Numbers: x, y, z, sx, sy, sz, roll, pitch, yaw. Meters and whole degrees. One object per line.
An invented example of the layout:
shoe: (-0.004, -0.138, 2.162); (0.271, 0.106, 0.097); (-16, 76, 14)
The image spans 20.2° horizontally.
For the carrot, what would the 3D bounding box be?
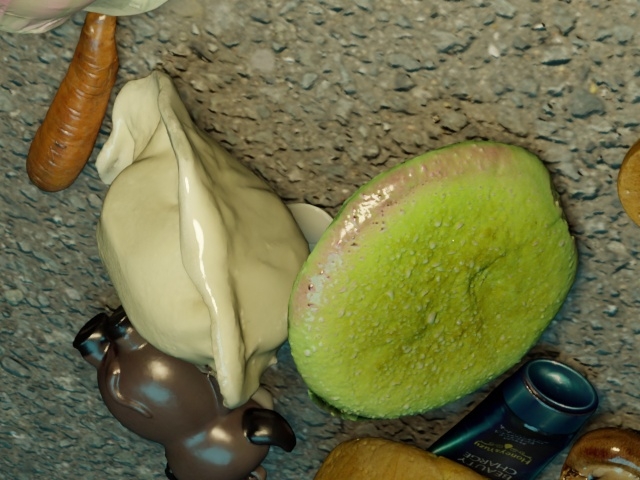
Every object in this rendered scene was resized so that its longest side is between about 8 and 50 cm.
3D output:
carrot: (-0.223, -0.130, 1.660); (0.059, 0.059, 0.248); (24, 135, -5)

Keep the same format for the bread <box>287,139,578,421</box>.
bread: (0.103, 0.046, 1.603); (0.301, 0.045, 0.301); (-15, 129, -20)

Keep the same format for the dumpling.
dumpling: (-0.100, -0.017, 1.607); (0.187, 0.318, 0.243); (-15, 133, -19)

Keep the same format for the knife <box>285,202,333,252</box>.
knife: (-0.001, -0.002, 1.722); (0.335, 0.043, 0.081); (-7, 126, 30)

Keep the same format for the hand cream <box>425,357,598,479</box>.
hand cream: (0.193, 0.205, 1.863); (0.120, 0.061, 0.270); (23, 147, -7)

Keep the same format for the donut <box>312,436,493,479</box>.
donut: (0.110, 0.307, 1.912); (0.261, 0.128, 0.208); (27, 156, -11)

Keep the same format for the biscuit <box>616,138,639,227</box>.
biscuit: (0.346, -0.023, 1.572); (0.166, 0.036, 0.225); (-28, 118, 39)

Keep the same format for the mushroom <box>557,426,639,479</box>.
mushroom: (0.302, 0.246, 1.832); (0.127, 0.087, 0.127); (14, 139, 12)

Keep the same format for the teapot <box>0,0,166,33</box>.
teapot: (-0.209, -0.262, 1.471); (0.163, 0.221, 0.178); (62, 146, 11)

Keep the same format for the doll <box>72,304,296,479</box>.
doll: (-0.145, 0.170, 1.898); (0.182, 0.117, 0.257); (-26, 121, 40)
